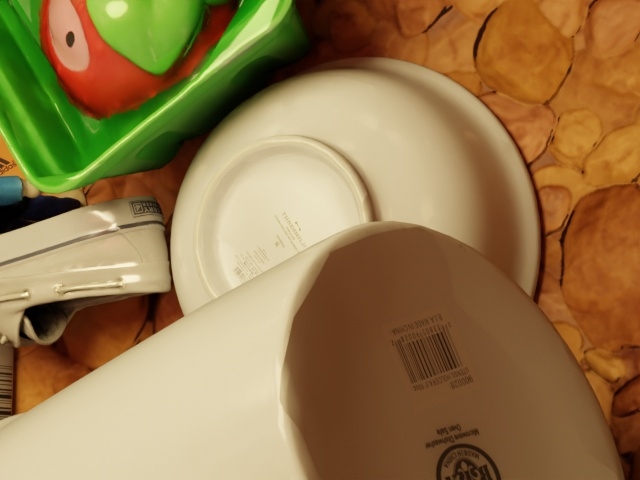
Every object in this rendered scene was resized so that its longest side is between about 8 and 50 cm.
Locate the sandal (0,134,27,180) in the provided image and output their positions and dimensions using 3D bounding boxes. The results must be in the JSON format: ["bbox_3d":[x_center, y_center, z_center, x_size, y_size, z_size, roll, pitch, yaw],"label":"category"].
[{"bbox_3d":[-0.296,-0.129,1.462,0.102,0.265,0.076,-35,26,-2],"label":"sandal"}]

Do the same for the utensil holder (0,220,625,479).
[{"bbox_3d":[-0.039,0.204,1.191,0.385,0.327,0.328,-31,72,38],"label":"utensil holder"}]

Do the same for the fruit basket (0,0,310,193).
[{"bbox_3d":[-0.188,-0.252,1.333,0.283,0.392,0.392,-37,70,11],"label":"fruit basket"}]

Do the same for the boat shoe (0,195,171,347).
[{"bbox_3d":[-0.230,0.042,1.457,0.267,0.096,0.088,-18,80,22],"label":"boat shoe"}]

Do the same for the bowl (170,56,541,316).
[{"bbox_3d":[0.000,0.000,1.351,0.298,0.134,0.298,-3,83,26],"label":"bowl"}]

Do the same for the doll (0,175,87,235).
[{"bbox_3d":[-0.266,-0.021,1.453,0.129,0.189,0.046,-25,75,22],"label":"doll"}]

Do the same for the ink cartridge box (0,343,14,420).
[{"bbox_3d":[-0.411,0.249,1.571,0.330,0.071,0.324,-2,84,29],"label":"ink cartridge box"}]
